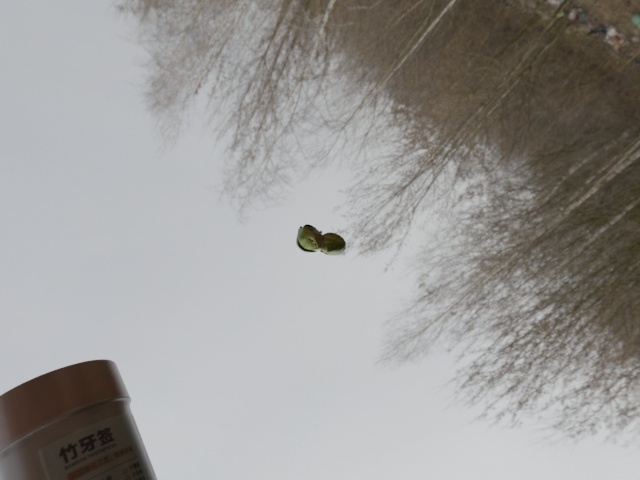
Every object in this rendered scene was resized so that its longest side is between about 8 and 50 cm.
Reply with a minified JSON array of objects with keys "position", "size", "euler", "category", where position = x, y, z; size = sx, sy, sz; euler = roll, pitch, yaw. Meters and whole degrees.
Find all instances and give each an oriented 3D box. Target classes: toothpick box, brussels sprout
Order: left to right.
[{"position":[-0.179,0.180,0.321],"size":[0.098,0.098,0.149],"euler":[-8,-119,-50],"category":"toothpick box"},{"position":[0.001,0.000,0.707],"size":[0.083,0.046,0.051],"euler":[9,-167,4],"category":"brussels sprout"}]
